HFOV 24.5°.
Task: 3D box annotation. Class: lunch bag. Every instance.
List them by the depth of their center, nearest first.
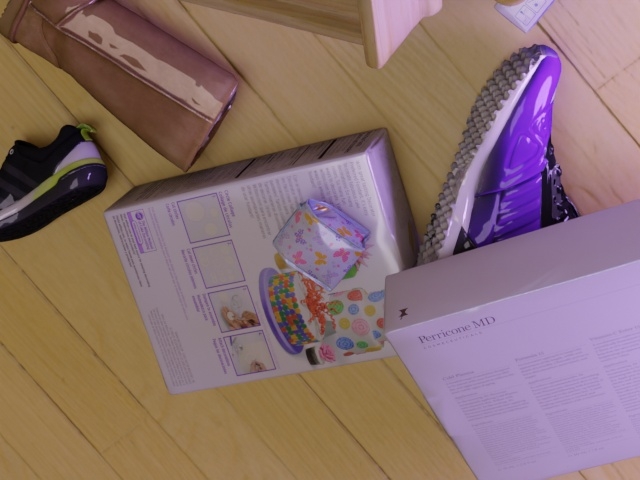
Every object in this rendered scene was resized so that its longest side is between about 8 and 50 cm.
[{"bbox_3d":[0.000,0.000,1.572,0.083,0.053,0.071,32,118,-8],"label":"lunch bag"}]

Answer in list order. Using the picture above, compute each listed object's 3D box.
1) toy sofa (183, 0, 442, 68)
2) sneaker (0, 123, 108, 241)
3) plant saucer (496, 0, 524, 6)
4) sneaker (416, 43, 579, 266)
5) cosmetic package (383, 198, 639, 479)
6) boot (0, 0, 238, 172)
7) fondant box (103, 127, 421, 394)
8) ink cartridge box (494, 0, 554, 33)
[{"bbox_3d":[-0.058,-0.305,1.411,0.362,0.177,0.150,17,138,25],"label":"toy sofa"},{"bbox_3d":[-0.350,-0.070,1.759,0.234,0.084,0.097,-24,78,23],"label":"sneaker"},{"bbox_3d":[0.212,-0.442,1.340,0.333,0.081,0.333,-38,83,29],"label":"plant saucer"},{"bbox_3d":[0.216,-0.061,1.567,0.146,0.102,0.293,19,110,-8],"label":"sneaker"},{"bbox_3d":[0.292,0.107,1.536,0.377,0.097,0.284,-17,131,19],"label":"cosmetic package"},{"bbox_3d":[-0.202,-0.240,1.632,0.269,0.089,0.236,35,127,2],"label":"boot"},{"bbox_3d":[-0.053,0.029,1.681,0.330,0.096,0.238,-11,107,22],"label":"fondant box"},{"bbox_3d":[0.258,-0.305,1.451,0.046,0.097,0.207,39,117,1],"label":"ink cartridge box"}]
